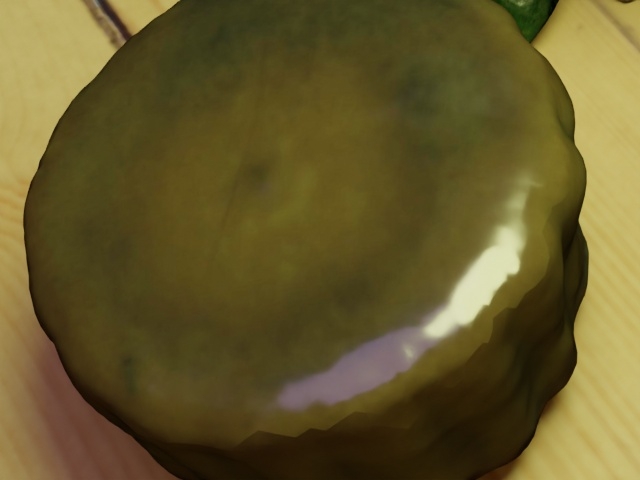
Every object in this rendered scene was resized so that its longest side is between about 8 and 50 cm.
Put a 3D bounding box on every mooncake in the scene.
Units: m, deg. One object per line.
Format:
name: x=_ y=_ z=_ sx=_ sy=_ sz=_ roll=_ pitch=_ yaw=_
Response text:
mooncake: x=0.000 y=0.000 z=0.838 sx=0.290 sy=0.161 sz=0.290 roll=-7 pitch=58 yaw=12

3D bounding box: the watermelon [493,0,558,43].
watermelon: x=0.092 y=-0.196 z=0.969 sx=0.092 sy=0.075 sz=0.181 roll=-27 pitch=55 yaw=27
